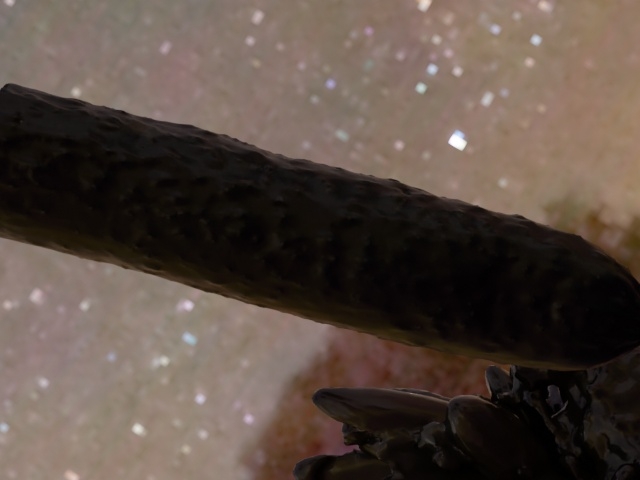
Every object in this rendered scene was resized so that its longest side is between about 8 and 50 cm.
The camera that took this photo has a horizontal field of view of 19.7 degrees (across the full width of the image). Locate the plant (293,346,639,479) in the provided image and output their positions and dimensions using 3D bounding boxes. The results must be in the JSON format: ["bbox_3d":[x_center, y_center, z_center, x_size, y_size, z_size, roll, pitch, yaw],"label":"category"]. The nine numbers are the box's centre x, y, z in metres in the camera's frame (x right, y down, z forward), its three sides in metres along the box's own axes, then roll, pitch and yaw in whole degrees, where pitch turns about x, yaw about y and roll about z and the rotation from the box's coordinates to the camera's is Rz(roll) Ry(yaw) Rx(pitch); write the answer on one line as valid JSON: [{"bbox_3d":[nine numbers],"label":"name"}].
[{"bbox_3d":[0.148,0.144,1.091,0.181,0.320,0.194,90,173,-59],"label":"plant"}]

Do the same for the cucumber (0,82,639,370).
[{"bbox_3d":[0.000,0.000,0.354,0.032,0.133,0.032,-166,90,-89],"label":"cucumber"}]
